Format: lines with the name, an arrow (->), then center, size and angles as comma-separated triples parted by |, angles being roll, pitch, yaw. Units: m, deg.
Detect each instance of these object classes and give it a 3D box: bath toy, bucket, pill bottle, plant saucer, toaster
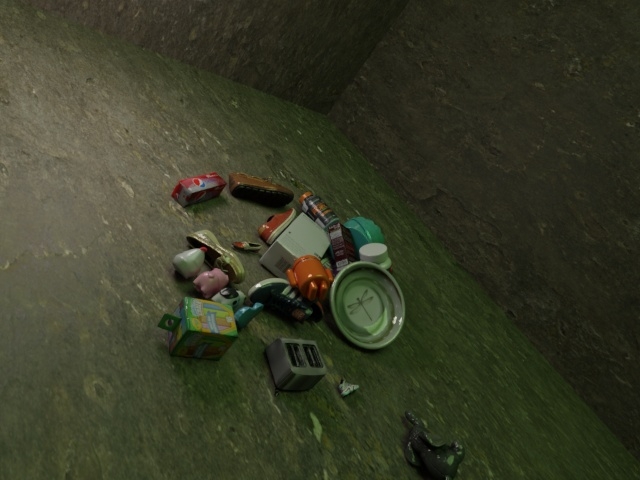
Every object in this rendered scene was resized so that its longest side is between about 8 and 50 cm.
bath toy -> -0.365, 0.154, 1.516 | 0.348, 0.151, 0.129 | 41, 65, 9
bucket -> 0.192, 0.022, 2.300 | 0.281, 0.281, 0.183 | 45, 31, 9
pill bottle -> -0.016, -0.166, 2.453 | 0.245, 0.130, 0.130 | 49, 28, 17
plant saucer -> 0.201, 0.297, 1.958 | 0.401, 0.101, 0.399 | 10, 68, -25
toaster -> -0.087, 0.429, 1.481 | 0.168, 0.110, 0.185 | 15, 36, -39
pill bottle -> 0.279, 0.167, 2.133 | 0.162, 0.282, 0.161 | -8, 24, 4

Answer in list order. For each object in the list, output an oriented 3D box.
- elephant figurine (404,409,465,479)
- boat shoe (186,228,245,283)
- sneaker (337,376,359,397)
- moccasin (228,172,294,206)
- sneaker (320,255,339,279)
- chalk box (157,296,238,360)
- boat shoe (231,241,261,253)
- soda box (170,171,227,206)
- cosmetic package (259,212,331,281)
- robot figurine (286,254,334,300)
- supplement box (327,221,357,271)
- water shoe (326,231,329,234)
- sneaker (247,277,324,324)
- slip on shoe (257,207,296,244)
elephant figurine -> 0.389, 0.761, 1.580 | 0.240, 0.186, 0.169 | 36, 68, 15
boat shoe -> -0.403, 0.070, 1.644 | 0.285, 0.104, 0.089 | 40, 29, 22
sneaker -> 0.101, 0.546, 1.624 | 0.098, 0.038, 0.069 | 0, 47, -52
moccasin -> -0.307, -0.271, 2.252 | 0.381, 0.139, 0.146 | 7, 50, -33
sneaker -> 0.041, 0.171, 2.051 | 0.161, 0.102, 0.282 | 47, 27, 7
chalk box -> -0.384, 0.269, 1.317 | 0.213, 0.132, 0.132 | 17, 35, -36
boat shoe -> -0.321, 0.025, 1.867 | 0.137, 0.043, 0.049 | 14, 38, -39
soda box -> -0.538, -0.232, 1.921 | 0.083, 0.092, 0.263 | 42, 27, 6
cosmetic package -> -0.102, 0.040, 1.999 | 0.217, 0.156, 0.385 | 40, 27, -5
robot figurine -> -0.040, 0.143, 1.705 | 0.128, 0.158, 0.219 | 59, 3, -40
supplement box -> 0.114, 0.044, 2.106 | 0.130, 0.073, 0.239 | 30, 44, -58
water shoe -> 0.000, 0.000, 2.285 | 0.080, 0.073, 0.203 | 33, 27, -10
sneaker -> -0.119, 0.252, 1.683 | 0.350, 0.131, 0.148 | 15, 32, -41
slip on shoe -> -0.208, -0.090, 2.116 | 0.101, 0.123, 0.331 | 36, 31, 1
